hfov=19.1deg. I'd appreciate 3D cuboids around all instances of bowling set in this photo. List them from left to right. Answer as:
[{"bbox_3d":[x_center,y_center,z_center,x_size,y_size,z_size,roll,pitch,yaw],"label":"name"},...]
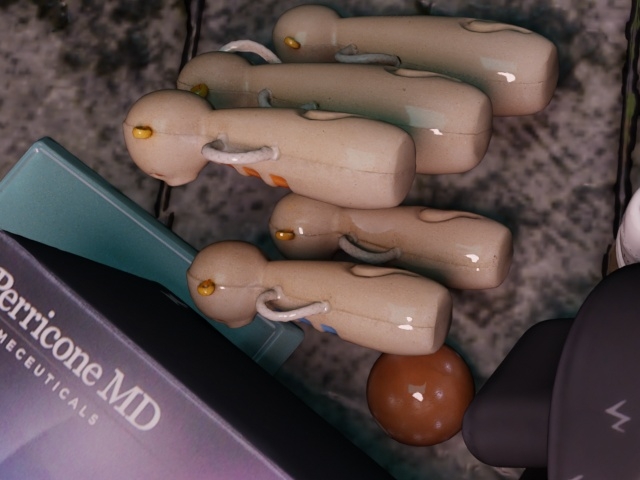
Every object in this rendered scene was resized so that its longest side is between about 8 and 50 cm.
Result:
[{"bbox_3d":[0.000,0.000,0.909,0.154,0.287,0.200,11,106,21],"label":"bowling set"}]

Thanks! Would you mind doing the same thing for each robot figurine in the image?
[{"bbox_3d":[0.203,0.093,0.810,0.278,0.209,0.173,0,65,31],"label":"robot figurine"}]

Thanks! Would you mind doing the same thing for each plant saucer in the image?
[{"bbox_3d":[-0.101,0.018,1.002,0.192,0.018,0.067,36,80,20],"label":"plant saucer"}]

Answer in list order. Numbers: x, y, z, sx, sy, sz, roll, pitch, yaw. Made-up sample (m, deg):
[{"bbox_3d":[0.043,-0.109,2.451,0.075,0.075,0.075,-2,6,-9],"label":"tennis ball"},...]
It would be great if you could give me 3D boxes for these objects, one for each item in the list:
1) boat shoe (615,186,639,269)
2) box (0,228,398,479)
[{"bbox_3d":[0.273,-0.044,0.910,0.277,0.096,0.098,-26,67,0],"label":"boat shoe"},{"bbox_3d":[-0.089,0.202,0.813,0.296,0.183,0.294,38,93,20],"label":"box"}]
